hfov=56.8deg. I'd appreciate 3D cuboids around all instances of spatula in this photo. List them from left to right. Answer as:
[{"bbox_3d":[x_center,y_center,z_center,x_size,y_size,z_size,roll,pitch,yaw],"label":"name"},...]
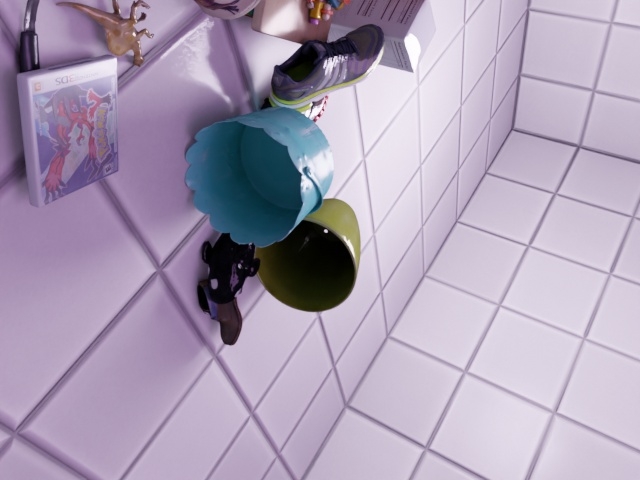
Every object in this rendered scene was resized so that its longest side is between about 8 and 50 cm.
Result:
[{"bbox_3d":[-0.393,-0.309,0.815,0.084,0.030,0.296,-26,133,-61],"label":"spatula"}]

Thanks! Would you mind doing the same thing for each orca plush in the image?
[{"bbox_3d":[-0.167,0.013,1.362,0.151,0.102,0.287,43,68,-28],"label":"orca plush"}]

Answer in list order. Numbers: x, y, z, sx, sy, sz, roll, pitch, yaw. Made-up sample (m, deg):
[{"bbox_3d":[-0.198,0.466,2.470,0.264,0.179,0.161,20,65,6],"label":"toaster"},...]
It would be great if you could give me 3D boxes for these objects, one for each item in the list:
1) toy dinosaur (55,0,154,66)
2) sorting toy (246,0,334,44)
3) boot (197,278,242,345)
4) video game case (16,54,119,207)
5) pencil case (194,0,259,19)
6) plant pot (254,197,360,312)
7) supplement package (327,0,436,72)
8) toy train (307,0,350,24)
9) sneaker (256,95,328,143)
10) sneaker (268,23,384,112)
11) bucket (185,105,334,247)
[{"bbox_3d":[-0.312,-0.339,0.925,0.092,0.053,0.183,-64,154,-5],"label":"toy dinosaur"},{"bbox_3d":[-0.059,-0.545,1.213,0.255,0.090,0.256,-15,123,-59],"label":"sorting toy"},{"bbox_3d":[-0.252,0.172,1.441,0.106,0.082,0.219,-17,121,-41],"label":"boot"},{"bbox_3d":[-0.380,-0.172,0.915,0.183,0.023,0.201,-47,152,-56],"label":"video game case"},{"bbox_3d":[-0.211,-0.511,0.856,0.183,0.160,0.410,-58,154,0],"label":"pencil case"},{"bbox_3d":[0.000,0.000,1.607,0.293,0.275,0.274,-57,157,-58],"label":"plant pot"},{"bbox_3d":[0.135,-0.521,1.430,0.133,0.244,0.139,-63,155,-10],"label":"supplement package"},{"bbox_3d":[0.017,-0.518,1.224,0.166,0.046,0.125,-46,147,-38],"label":"toy train"},{"bbox_3d":[-0.067,-0.304,1.377,0.276,0.098,0.135,-60,156,-14],"label":"sneaker"},{"bbox_3d":[0.019,-0.386,1.280,0.300,0.111,0.121,-37,164,-13],"label":"sneaker"},{"bbox_3d":[-0.116,-0.140,1.229,0.183,0.281,0.281,-41,144,-53],"label":"bucket"}]
